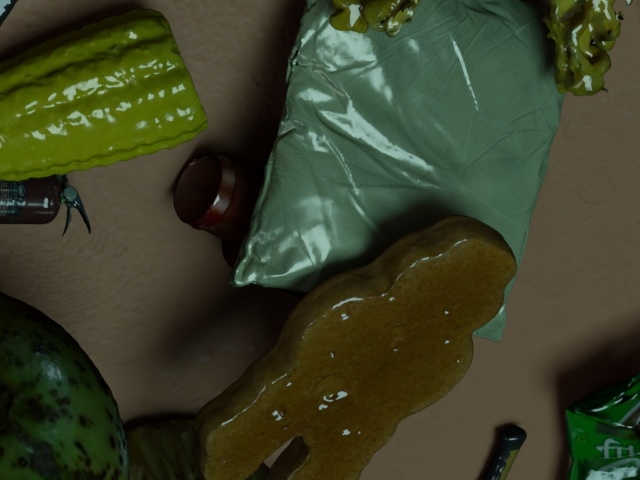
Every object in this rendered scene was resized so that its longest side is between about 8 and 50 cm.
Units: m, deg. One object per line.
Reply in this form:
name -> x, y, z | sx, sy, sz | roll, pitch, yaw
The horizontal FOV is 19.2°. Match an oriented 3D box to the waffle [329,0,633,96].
waffle -> 0.142, -0.252, 1.421 | 0.293, 0.069, 0.260 | 8, 94, -33

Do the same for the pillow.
pillow -> 0.078, -0.074, 1.482 | 0.274, 0.076, 0.281 | 14, 90, -37

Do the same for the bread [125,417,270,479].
bread -> -0.120, 0.281, 1.583 | 0.227, 0.142, 0.253 | -29, 131, -4

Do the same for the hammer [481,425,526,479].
hammer -> 0.152, 0.264, 1.805 | 0.078, 0.021, 0.201 | 8, 115, -34

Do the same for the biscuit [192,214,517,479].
biscuit -> 0.031, 0.093, 1.467 | 0.295, 0.044, 0.186 | -44, 139, 15

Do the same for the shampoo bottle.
shampoo bottle -> 0.000, 0.000, 1.527 | 0.260, 0.064, 0.102 | 23, 96, -38

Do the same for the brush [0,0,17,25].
brush -> -0.226, -0.230, 1.260 | 0.123, 0.059, 0.197 | 33, 98, -37

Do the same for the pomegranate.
pomegranate -> -0.287, 0.189, 1.382 | 0.285, 0.285, 0.341 | -8, 152, -26

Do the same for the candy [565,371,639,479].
candy -> 0.293, 0.182, 1.805 | 0.141, 0.078, 0.203 | -12, 136, -11

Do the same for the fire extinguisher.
fire extinguisher -> -0.244, -0.034, 1.381 | 0.158, 0.043, 0.064 | 0, 75, -31

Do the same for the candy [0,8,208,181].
candy -> -0.185, -0.093, 1.350 | 0.199, 0.094, 0.106 | -19, 132, -12
